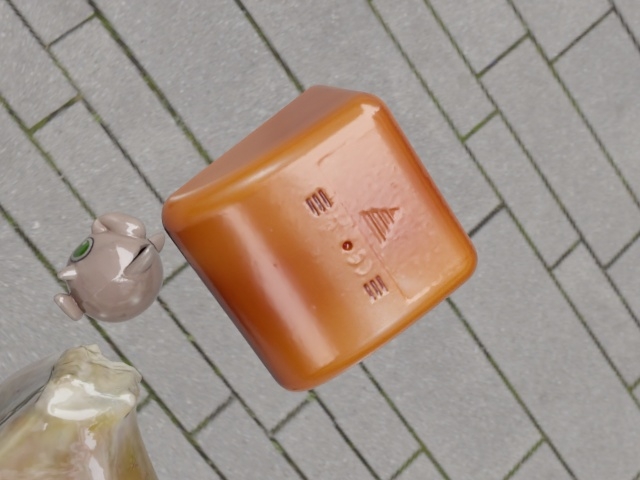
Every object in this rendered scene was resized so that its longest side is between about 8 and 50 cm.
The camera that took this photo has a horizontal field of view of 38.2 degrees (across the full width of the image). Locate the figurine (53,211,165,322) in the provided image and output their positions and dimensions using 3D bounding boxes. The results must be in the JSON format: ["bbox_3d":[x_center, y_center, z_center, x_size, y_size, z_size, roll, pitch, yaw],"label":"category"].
[{"bbox_3d":[-0.247,0.036,1.103,0.138,0.125,0.125,-38,105,5],"label":"figurine"}]

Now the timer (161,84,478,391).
[{"bbox_3d":[0.000,0.000,0.972,0.250,0.161,0.257,-37,106,-9],"label":"timer"}]

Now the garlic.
[{"bbox_3d":[-0.222,0.277,0.878,0.246,0.231,0.340,-30,103,-8],"label":"garlic"}]
